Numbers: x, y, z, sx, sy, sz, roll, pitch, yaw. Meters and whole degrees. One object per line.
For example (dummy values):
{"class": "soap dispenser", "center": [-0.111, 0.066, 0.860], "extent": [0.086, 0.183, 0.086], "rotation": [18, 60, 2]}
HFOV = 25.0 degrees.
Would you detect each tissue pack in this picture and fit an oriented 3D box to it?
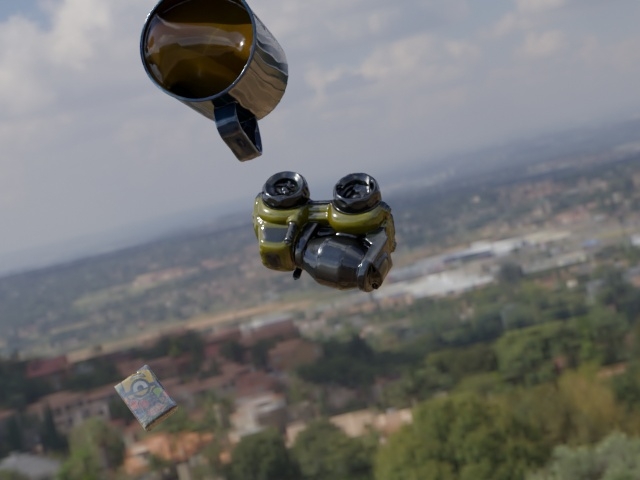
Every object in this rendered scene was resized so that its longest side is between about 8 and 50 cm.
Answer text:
{"class": "tissue pack", "center": [-0.262, 0.238, 2.181], "extent": [0.063, 0.083, 0.035], "rotation": [-36, -18, -15]}

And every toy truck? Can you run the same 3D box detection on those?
{"class": "toy truck", "center": [0.000, 0.000, 2.152], "extent": [0.224, 0.147, 0.165], "rotation": [5, 48, 15]}

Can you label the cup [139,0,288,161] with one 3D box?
{"class": "cup", "center": [-0.102, -0.159, 1.402], "extent": [0.113, 0.150, 0.138], "rotation": [12, -5, 15]}
